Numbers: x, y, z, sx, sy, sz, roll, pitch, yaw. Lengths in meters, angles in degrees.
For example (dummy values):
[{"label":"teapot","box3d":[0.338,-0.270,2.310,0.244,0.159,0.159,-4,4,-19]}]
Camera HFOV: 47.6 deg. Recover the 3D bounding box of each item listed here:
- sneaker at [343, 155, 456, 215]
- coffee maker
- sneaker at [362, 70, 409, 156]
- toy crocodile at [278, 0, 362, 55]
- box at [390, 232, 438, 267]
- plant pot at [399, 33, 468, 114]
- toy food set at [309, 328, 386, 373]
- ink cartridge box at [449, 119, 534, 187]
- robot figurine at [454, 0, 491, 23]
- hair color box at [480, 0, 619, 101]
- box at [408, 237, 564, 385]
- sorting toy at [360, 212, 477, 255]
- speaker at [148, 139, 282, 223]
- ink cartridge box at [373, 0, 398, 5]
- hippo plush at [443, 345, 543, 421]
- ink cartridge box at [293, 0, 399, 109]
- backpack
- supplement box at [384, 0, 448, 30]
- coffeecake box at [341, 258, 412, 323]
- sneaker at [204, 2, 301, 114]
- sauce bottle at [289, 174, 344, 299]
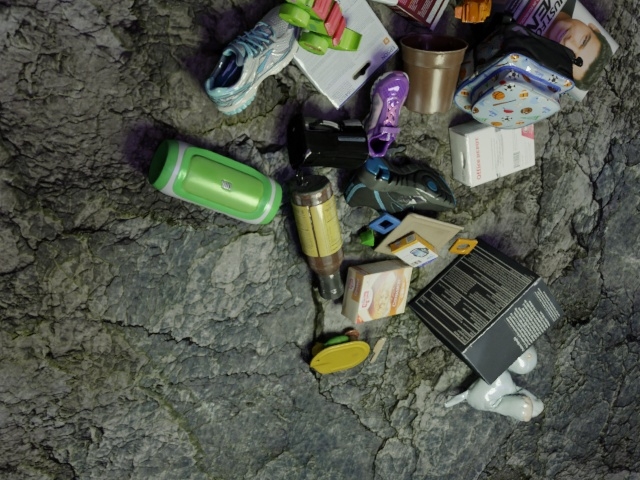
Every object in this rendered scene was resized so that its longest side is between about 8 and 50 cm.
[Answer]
[{"label":"sneaker","box3d":[0.212,-0.130,1.924,0.340,0.125,0.140,13,135,-33]},{"label":"coffee maker","box3d":[0.018,-0.217,1.767,0.178,0.120,0.171,0,98,-26]},{"label":"sneaker","box3d":[0.160,-0.299,1.770,0.095,0.105,0.236,5,133,-21]},{"label":"toy crocodile","box3d":[-0.003,-0.484,1.539,0.115,0.105,0.340,-68,159,-4]},{"label":"box","box3d":[0.260,0.030,1.977,0.081,0.028,0.136,-27,145,27]},{"label":"plant pot","box3d":[0.272,-0.411,1.799,0.167,0.167,0.165,-11,123,-20]},{"label":"toy food set","box3d":[0.064,0.305,2.052,0.217,0.071,0.128,-8,138,-20]},{"label":"ink cartridge box","box3d":[0.469,-0.256,1.984,0.217,0.092,0.159,-20,118,-18]},{"label":"robot figurine","box3d":[0.367,-0.614,1.708,0.085,0.291,0.211,5,117,12]},{"label":"hair color box","box3d":[0.601,-0.550,1.910,0.374,0.113,0.185,30,96,-32]},{"label":"box","box3d":[0.461,0.195,2.050,0.294,0.296,0.183,-42,122,-2]},{"label":"sorting toy","box3d":[0.265,-0.014,1.978,0.347,0.047,0.196,13,142,-28]},{"label":"speaker","box3d":[-0.241,-0.133,1.690,0.296,0.131,0.131,19,102,-30]},{"label":"ink cartridge box","box3d":[0.101,-0.655,1.596,0.189,0.066,0.232,8,107,-16]},{"label":"hippo plush","box3d":[0.559,0.414,2.273,0.294,0.234,0.237,8,90,16]},{"label":"ink cartridge box","box3d":[0.045,-0.467,1.728,0.223,0.045,0.224,-44,123,-2]},{"label":"backpack","box3d":[0.470,-0.397,1.817,0.276,0.263,0.213,22,71,-24]},{"label":"supplement box","box3d":[0.195,-0.614,1.720,0.239,0.073,0.130,24,99,-31]},{"label":"coffeecake box","box3d":[0.155,0.137,1.990,0.185,0.068,0.142,-8,115,-39]},{"label":"sneaker","box3d":[-0.149,-0.408,1.598,0.283,0.110,0.122,-54,159,3]},{"label":"sauce bottle","box3d":[0.000,0.000,1.861,0.111,0.111,0.344,-21,125,-16]}]
